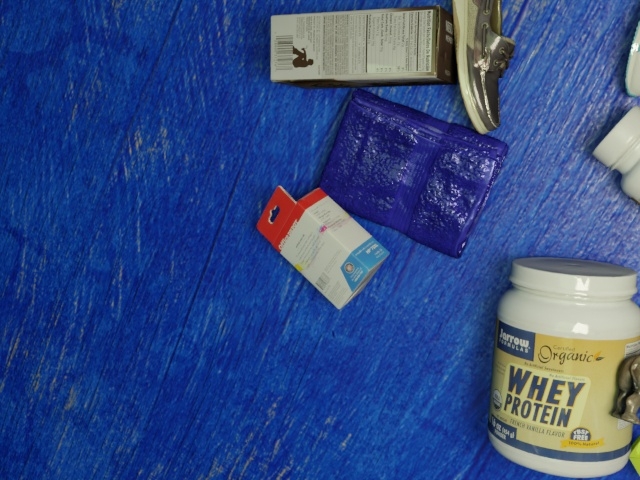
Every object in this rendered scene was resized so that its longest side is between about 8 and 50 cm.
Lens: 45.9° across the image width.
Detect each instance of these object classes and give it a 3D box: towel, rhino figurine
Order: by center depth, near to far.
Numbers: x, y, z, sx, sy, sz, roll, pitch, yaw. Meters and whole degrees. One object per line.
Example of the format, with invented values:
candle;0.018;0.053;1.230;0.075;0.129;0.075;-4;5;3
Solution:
rhino figurine;0.529;0.238;1.138;0.073;0.243;0.106;8;79;58
towel;0.156;-0.124;1.370;0.308;0.076;0.227;25;103;17

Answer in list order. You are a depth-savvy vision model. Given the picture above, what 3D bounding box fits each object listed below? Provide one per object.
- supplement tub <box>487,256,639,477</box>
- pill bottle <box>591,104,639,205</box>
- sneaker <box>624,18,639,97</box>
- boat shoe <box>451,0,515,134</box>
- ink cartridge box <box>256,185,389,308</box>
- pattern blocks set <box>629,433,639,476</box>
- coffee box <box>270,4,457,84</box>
supplement tub;0.396;0.195;1.230;0.228;0.228;0.316;5;98;21
pill bottle;0.551;-0.102;1.188;0.229;0.131;0.131;42;109;12
sneaker;0.547;-0.332;1.189;0.092;0.087;0.228;23;106;15
boat shoe;0.284;-0.327;1.286;0.092;0.103;0.285;-7;87;27
ink cartridge box;0.000;0.000;1.419;0.231;0.078;0.134;44;135;11
pattern blocks set;0.641;0.308;1.225;0.285;0.026;0.324;-37;91;14
coffee box;0.081;-0.333;1.327;0.297;0.168;0.118;3;97;20
